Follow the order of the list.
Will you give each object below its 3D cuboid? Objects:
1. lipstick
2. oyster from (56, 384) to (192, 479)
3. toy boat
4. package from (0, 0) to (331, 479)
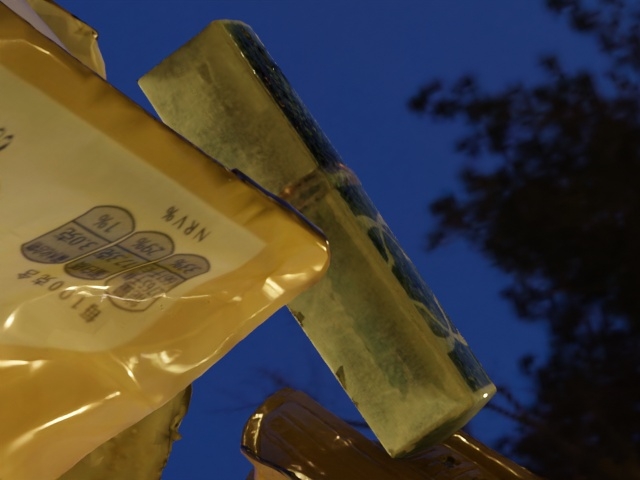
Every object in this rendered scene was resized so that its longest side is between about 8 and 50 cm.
[{"bbox_3d":[0.000,0.000,1.163,0.290,0.076,0.077,57,-165,8],"label":"lipstick"},{"bbox_3d":[-0.143,0.049,0.834,0.198,0.092,0.259,27,-100,-44],"label":"oyster"},{"bbox_3d":[0.081,0.183,1.161,0.121,0.321,0.089,-27,-50,-37],"label":"toy boat"},{"bbox_3d":[-0.172,-0.042,0.501,0.311,0.221,0.165,37,-157,-55],"label":"package"}]
